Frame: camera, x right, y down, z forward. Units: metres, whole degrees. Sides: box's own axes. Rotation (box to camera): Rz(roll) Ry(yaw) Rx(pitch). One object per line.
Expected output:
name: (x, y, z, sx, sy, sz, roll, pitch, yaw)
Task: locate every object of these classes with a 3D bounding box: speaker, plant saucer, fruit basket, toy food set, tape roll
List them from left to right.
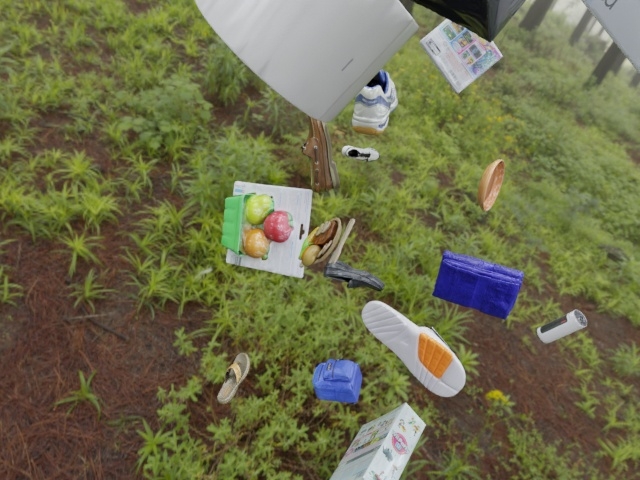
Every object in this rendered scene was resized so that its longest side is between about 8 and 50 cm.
fruit basket: (-0.196, -0.048, 1.798, 0.353, 0.327, 0.165, 8, 6, 21)
tape roll: (-0.016, -0.300, 0.618, 0.246, 0.169, 0.246, 39, 24, -21)
toy food set: (0.000, 0.000, 1.087, 0.038, 0.192, 0.132, 32, 71, -19)
plant saucer: (0.640, -0.210, 1.790, 0.037, 0.200, 0.200, 22, 35, 31)
speaker: (0.721, 0.259, 1.417, 0.055, 0.136, 0.055, 17, 51, -23)

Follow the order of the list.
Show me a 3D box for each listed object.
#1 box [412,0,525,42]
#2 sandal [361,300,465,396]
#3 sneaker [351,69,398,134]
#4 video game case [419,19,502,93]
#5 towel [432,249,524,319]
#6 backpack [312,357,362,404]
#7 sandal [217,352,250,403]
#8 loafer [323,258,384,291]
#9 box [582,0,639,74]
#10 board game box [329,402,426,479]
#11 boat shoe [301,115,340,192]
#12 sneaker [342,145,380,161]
box: (0.217, -0.523, 0.660, 0.312, 0.343, 0.179, 40, 4, 24)
sandal: (0.210, 0.218, 1.035, 0.265, 0.102, 0.076, 43, 26, 10)
sneaker: (0.147, -0.386, 1.203, 0.111, 0.131, 0.296, 7, 40, 5)
video game case: (0.342, -0.464, 1.153, 0.157, 0.143, 0.019, 50, 1, -9)
towel: (0.602, 0.179, 1.845, 0.308, 0.228, 0.076, 18, 32, 20)
backpack: (0.040, 0.365, 1.261, 0.120, 0.101, 0.098, -6, 28, 21)
sandal: (-0.283, 0.438, 1.531, 0.072, 0.049, 0.180, -3, 43, 33)
loafer: (0.117, 0.138, 1.683, 0.223, 0.076, 0.078, 22, 69, 3)
box: (0.359, -0.206, 0.340, 0.126, 0.231, 0.262, -7, 63, -20)
board game box: (0.153, 0.635, 1.373, 0.097, 0.224, 0.303, 47, 39, 4)
boat shoe: (-0.015, -0.314, 1.617, 0.104, 0.307, 0.111, -14, 9, 1)
sneaker: (0.115, -0.237, 1.318, 0.109, 0.040, 0.044, 3, 19, -13)
